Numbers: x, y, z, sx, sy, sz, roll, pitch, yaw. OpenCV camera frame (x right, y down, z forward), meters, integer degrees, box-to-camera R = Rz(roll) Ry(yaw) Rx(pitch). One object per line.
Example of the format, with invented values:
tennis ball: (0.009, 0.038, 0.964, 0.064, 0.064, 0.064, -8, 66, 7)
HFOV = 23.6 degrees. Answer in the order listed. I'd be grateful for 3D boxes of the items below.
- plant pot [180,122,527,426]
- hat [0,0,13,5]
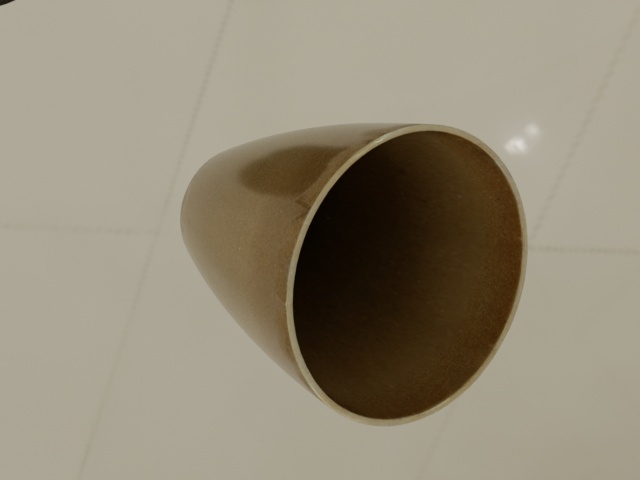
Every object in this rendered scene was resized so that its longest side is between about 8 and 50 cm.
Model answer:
plant pot: (0.000, 0.000, 1.265, 0.237, 0.254, 0.237, -11, 110, -34)
hat: (-0.205, -0.314, 1.470, 0.331, 0.134, 0.331, -51, 176, -4)
